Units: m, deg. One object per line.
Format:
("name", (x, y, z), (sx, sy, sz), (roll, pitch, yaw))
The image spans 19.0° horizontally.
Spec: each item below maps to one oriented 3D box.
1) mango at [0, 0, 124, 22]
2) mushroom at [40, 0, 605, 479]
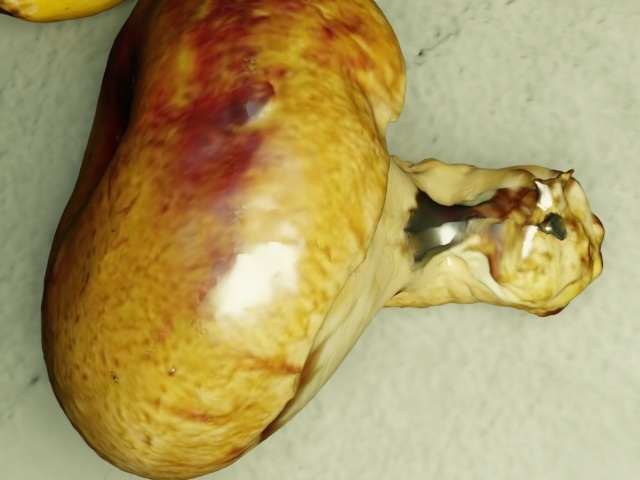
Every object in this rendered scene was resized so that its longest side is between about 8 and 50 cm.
("mango", (-0.104, -0.250, 1.077), (0.177, 0.120, 0.295), (32, 79, 23))
("mushroom", (-0.034, 0.002, 0.921), (0.267, 0.267, 0.254), (-43, 97, -5))
